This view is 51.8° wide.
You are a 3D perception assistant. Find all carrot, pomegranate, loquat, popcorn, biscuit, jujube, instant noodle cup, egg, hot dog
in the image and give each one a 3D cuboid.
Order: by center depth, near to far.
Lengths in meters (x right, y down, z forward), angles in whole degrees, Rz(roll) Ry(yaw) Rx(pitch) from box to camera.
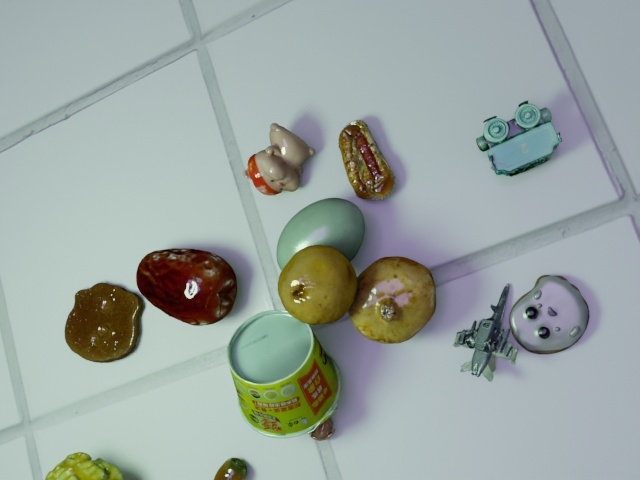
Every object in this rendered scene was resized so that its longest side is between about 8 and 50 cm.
[{"bbox_3d":[-0.006,0.114,1.682,0.208,0.208,0.208,-2,83,19],"label":"loquat"},{"bbox_3d":[0.590,0.198,1.699,0.208,0.049,0.181,-45,71,8],"label":"biscuit"},{"bbox_3d":[0.191,0.158,1.745,0.248,0.248,0.248,-2,83,19],"label":"pomegranate"},{"bbox_3d":[-0.106,0.343,1.759,0.311,0.222,0.311,-8,47,8],"label":"instant noodle cup"},{"bbox_3d":[0.000,0.000,1.843,0.282,0.203,0.203,-44,72,12],"label":"egg"},{"bbox_3d":[0.128,-0.228,1.899,0.131,0.069,0.253,-25,75,15],"label":"hot dog"},{"bbox_3d":[-0.281,0.727,1.916,0.087,0.087,0.193,28,95,20],"label":"carrot"},{"bbox_3d":[-0.671,0.779,1.938,0.335,0.274,0.279,13,119,20],"label":"popcorn"},{"bbox_3d":[-0.402,0.130,1.976,0.318,0.223,0.223,14,88,28],"label":"jujube"},{"bbox_3d":[-0.703,0.267,2.136,0.272,0.049,0.257,6,83,18],"label":"biscuit"}]

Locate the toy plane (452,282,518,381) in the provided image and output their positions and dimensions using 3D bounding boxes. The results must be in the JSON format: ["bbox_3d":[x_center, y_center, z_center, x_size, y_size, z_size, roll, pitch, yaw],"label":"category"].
[{"bbox_3d":[0.444,0.232,1.726,0.192,0.088,0.262,9,82,47],"label":"toy plane"}]

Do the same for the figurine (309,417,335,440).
[{"bbox_3d":[-0.026,0.488,1.842,0.157,0.126,0.114,43,141,20],"label":"figurine"}]

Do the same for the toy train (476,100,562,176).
[{"bbox_3d":[0.527,-0.264,1.748,0.203,0.112,0.163,-24,82,15],"label":"toy train"}]

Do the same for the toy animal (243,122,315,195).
[{"bbox_3d":[-0.127,-0.228,1.943,0.171,0.171,0.198,33,92,20],"label":"toy animal"}]
